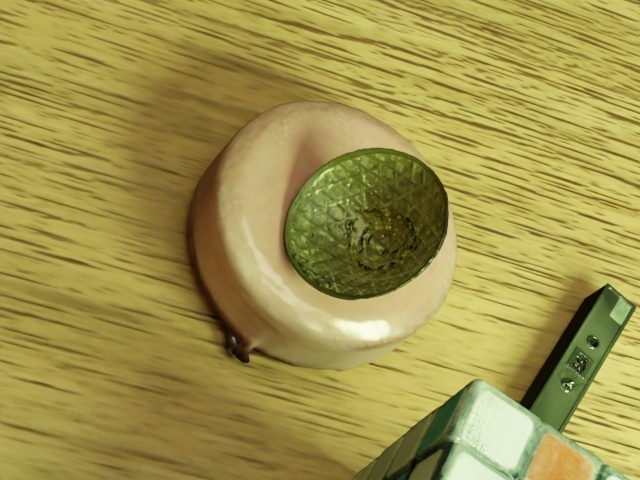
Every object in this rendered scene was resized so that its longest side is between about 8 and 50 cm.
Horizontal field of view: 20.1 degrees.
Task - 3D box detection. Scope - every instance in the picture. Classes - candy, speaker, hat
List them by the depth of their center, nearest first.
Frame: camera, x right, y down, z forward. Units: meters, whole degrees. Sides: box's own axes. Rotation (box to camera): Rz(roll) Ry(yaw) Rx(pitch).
[{"bbox_3d":[0.047,-0.002,1.559,0.146,0.067,0.146,-8,61,15],"label":"hat"},{"bbox_3d":[0.000,0.000,1.624,0.255,0.094,0.255,11,62,-22],"label":"candy"},{"bbox_3d":[0.236,0.123,1.710,0.040,0.046,0.191,41,56,-4],"label":"speaker"}]

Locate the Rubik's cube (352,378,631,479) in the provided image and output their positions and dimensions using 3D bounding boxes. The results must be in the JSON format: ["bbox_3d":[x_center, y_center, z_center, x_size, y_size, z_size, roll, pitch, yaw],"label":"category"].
[{"bbox_3d":[0.125,0.309,1.441,0.256,0.259,0.253,35,58,-7],"label":"Rubik's cube"}]
